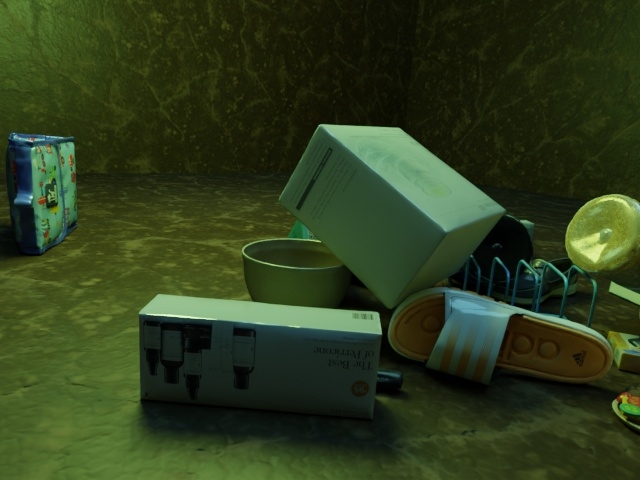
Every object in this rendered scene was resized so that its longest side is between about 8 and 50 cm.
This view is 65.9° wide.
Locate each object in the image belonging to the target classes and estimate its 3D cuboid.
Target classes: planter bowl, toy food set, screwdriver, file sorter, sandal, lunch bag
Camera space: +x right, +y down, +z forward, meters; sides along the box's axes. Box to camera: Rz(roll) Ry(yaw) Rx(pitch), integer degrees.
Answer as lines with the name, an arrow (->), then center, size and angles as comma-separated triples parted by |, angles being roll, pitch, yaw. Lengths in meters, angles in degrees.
planter bowl -> -0.034, 0.068, 0.716 | 0.162, 0.109, 0.162 | 4, 13, -1
toy food set -> 0.358, 0.186, 0.524 | 0.084, 0.020, 0.083 | 12, 15, 29
screwdriver -> 0.009, 0.156, 0.570 | 0.170, 0.025, 0.024 | -2, 12, 14
file sorter -> 0.307, 0.088, 0.748 | 0.171, 0.104, 0.118 | 6, 14, 8
sandal -> 0.214, 0.122, 0.581 | 0.266, 0.101, 0.076 | 8, 12, 8
lunch bag -> -0.602, -0.106, 1.037 | 0.138, 0.220, 0.293 | -1, 14, -20

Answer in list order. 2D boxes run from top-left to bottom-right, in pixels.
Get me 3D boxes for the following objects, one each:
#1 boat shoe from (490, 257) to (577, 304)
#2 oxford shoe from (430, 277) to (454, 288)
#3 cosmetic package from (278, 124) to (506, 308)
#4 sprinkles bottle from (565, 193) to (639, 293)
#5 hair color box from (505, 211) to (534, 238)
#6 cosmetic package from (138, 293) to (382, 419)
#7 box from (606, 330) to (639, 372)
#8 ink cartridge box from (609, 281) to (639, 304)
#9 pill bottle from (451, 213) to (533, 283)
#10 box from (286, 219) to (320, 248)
boat shoe -> 0.404, 0.070, 0.923 | 0.224, 0.073, 0.080 | -4, 16, -32
oxford shoe -> 0.198, 0.072, 0.902 | 0.076, 0.076, 0.212 | -20, 9, 4
cosmetic package -> 0.108, -0.049, 0.710 | 0.225, 0.138, 0.224 | 45, 32, 21
sprinkles bottle -> 0.539, 0.040, 0.763 | 0.356, 0.121, 0.121 | 19, 6, -26
hair color box -> 0.279, -0.017, 1.176 | 0.375, 0.113, 0.185 | 4, 13, -3
cosmetic package -> -0.061, 0.120, 0.513 | 0.239, 0.098, 0.060 | 4, 16, 1
box -> 0.469, 0.159, 0.663 | 0.136, 0.028, 0.081 | 6, 13, 17
ink cartridge box -> 0.677, 0.089, 0.953 | 0.182, 0.061, 0.104 | 2, 13, -12
pill bottle -> 0.292, 0.020, 0.920 | 0.123, 0.122, 0.219 | 4, -5, 0
box -> 0.000, 0.000, 0.916 | 0.101, 0.060, 0.244 | -4, -9, -10
